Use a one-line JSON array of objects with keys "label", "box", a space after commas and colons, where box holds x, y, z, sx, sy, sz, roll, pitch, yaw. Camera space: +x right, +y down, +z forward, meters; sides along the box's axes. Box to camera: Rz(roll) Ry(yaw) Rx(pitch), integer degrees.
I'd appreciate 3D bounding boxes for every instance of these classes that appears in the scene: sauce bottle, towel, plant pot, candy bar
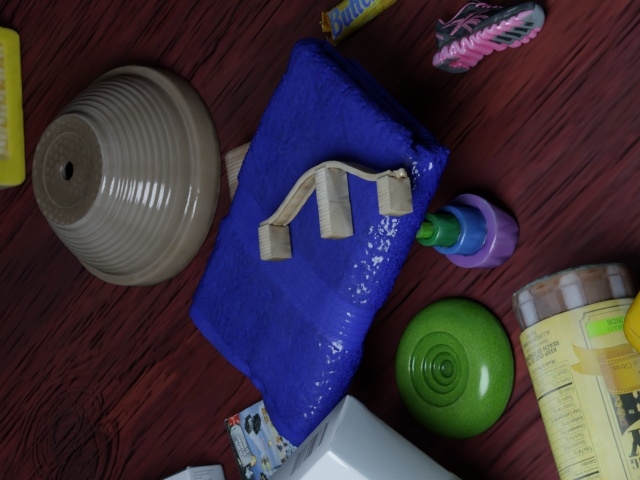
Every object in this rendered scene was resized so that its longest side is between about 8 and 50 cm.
[{"label": "sauce bottle", "box": [0.247, 0.190, 1.368, 0.111, 0.111, 0.344, -27, 72, 38]}, {"label": "towel", "box": [0.000, 0.000, 1.532, 0.227, 0.076, 0.308, 47, 124, 43]}, {"label": "plant pot", "box": [-0.223, -0.070, 1.812, 0.237, 0.110, 0.237, -3, 86, 42]}, {"label": "candy bar", "box": [0.059, -0.235, 1.621, 0.161, 0.018, 0.040, -33, 66, 36]}]

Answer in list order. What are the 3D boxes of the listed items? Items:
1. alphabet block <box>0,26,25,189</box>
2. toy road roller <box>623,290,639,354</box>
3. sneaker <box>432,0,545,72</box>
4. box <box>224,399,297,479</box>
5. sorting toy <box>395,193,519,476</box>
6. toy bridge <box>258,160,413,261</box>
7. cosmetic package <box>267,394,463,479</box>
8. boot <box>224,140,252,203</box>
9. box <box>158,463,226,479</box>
[{"label": "alphabet block", "box": [-0.476, -0.146, 1.992, 0.197, 0.193, 0.192, -8, 84, 42]}, {"label": "toy road roller", "box": [0.358, 0.028, 1.181, 0.202, 0.241, 0.329, 44, 116, 35]}, {"label": "sneaker", "box": [0.145, -0.192, 1.527, 0.119, 0.047, 0.057, -21, 63, 39]}, {"label": "box", "box": [-0.037, 0.221, 1.680, 0.094, 0.027, 0.137, -31, 67, 36]}, {"label": "sorting toy", "box": [0.079, 0.137, 1.513, 0.127, 0.126, 0.365, 19, 102, 42]}, {"label": "toy bridge", "box": [0.011, -0.033, 1.433, 0.188, 0.026, 0.063, -21, 70, 50]}, {"label": "cosmetic package", "box": [0.018, 0.351, 1.474, 0.284, 0.097, 0.377, 36, 119, -7]}, {"label": "boot", "box": [0.001, -0.038, 1.639, 0.197, 0.073, 0.152, -24, 78, 40]}, {"label": "box", "box": [-0.197, 0.388, 1.802, 0.322, 0.058, 0.232, -27, 70, 37]}]
